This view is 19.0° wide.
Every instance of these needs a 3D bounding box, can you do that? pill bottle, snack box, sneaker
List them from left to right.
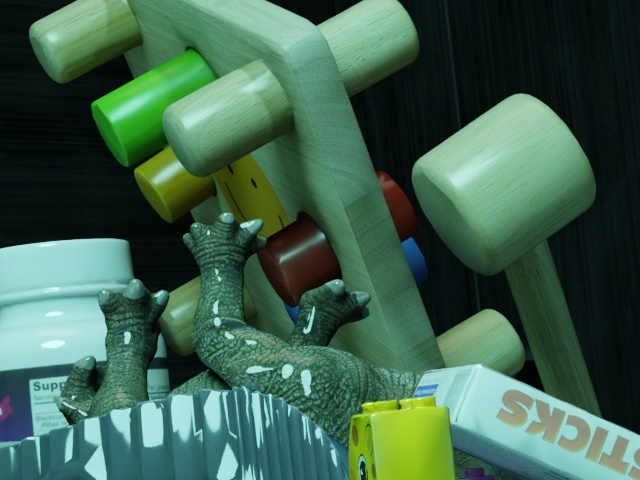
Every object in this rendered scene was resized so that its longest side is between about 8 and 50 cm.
[{"bbox_3d":[-0.122,0.126,0.672,0.319,0.112,0.131,-5,-21,19],"label":"sneaker"},{"bbox_3d":[-0.132,0.099,1.012,0.108,0.193,0.108,-6,-5,-1],"label":"pill bottle"},{"bbox_3d":[0.114,0.082,0.570,0.178,0.022,0.064,24,-11,-8],"label":"snack box"}]

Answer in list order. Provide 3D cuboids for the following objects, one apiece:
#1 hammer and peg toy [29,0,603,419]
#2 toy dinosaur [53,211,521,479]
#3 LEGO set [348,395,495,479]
[{"bbox_3d":[0.000,0.000,0.944,0.127,0.266,0.361,-30,30,-16],"label":"hammer and peg toy"},{"bbox_3d":[-0.050,0.096,0.779,0.313,0.160,0.121,-19,-37,16],"label":"toy dinosaur"},{"bbox_3d":[0.038,0.085,0.475,0.087,0.093,0.227,-4,-5,-17],"label":"LEGO set"}]
